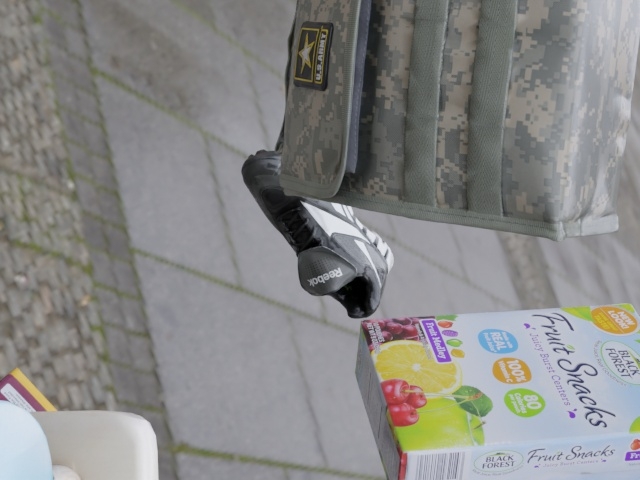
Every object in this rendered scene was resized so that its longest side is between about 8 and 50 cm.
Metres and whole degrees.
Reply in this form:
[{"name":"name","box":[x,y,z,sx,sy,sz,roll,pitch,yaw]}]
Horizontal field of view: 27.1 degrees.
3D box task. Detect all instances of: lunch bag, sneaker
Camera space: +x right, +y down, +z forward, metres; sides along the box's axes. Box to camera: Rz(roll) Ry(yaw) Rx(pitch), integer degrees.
[{"name":"lunch bag","box":[0.088,-0.136,1.032,0.169,0.287,0.235,-5,103,-58]},{"name":"sneaker","box":[0.000,0.000,1.397,0.234,0.078,0.106,45,34,-35]}]

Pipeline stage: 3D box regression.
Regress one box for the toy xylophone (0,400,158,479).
[{"name":"toy xylophone","box":[-0.163,0.054,0.249,0.322,0.081,0.236,1,82,-56]}]

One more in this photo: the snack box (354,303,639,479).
[{"name":"snack box","box":[0.095,0.074,0.625,0.100,0.141,0.037,-106,-164,-56]}]

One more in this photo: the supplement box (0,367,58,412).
[{"name":"supplement box","box":[-0.293,0.210,1.115,0.104,0.081,0.188,48,40,-7]}]
